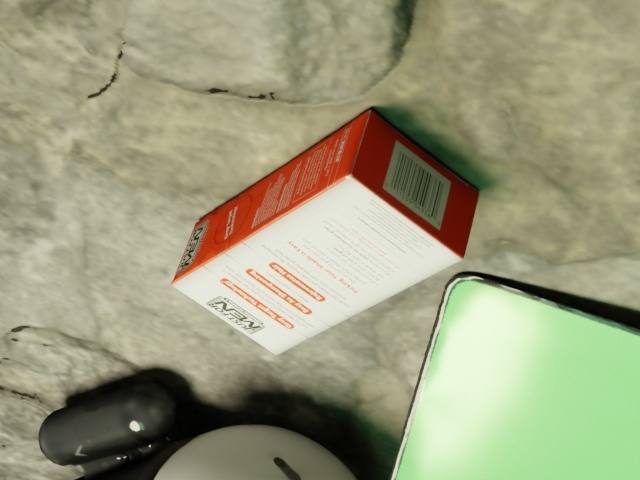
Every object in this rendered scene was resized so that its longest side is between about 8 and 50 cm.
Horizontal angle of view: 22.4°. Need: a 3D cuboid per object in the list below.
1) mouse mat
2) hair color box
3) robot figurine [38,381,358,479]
[{"bbox_3d":[0.115,0.116,0.818,0.153,0.007,0.189,19,117,9],"label":"mouse mat"},{"bbox_3d":[0.000,0.000,0.760,0.072,0.043,0.141,36,139,-23],"label":"hair color box"},{"bbox_3d":[-0.087,0.209,0.959,0.209,0.173,0.278,36,141,-27],"label":"robot figurine"}]
